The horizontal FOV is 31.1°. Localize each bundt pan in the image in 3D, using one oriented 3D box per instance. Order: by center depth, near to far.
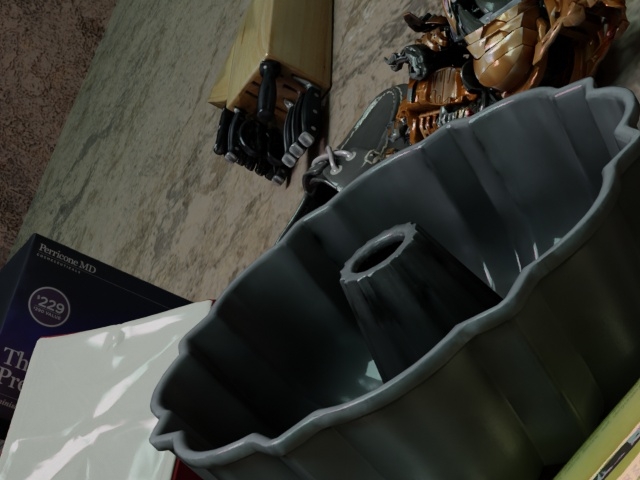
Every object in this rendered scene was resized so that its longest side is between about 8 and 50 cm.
[{"bbox_3d":[0.067,0.051,0.670,0.331,0.124,0.331,-34,16,12],"label":"bundt pan"}]

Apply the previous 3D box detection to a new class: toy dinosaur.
[{"bbox_3d":[0.151,-0.156,0.850,0.322,0.164,0.218,-24,57,33],"label":"toy dinosaur"}]

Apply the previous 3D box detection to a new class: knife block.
[{"bbox_3d":[-0.038,-0.203,1.344,0.276,0.088,0.242,-66,23,-4],"label":"knife block"}]

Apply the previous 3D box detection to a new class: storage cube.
[{"bbox_3d":[-0.113,0.185,0.875,0.183,0.193,0.215,-13,48,30],"label":"storage cube"}]

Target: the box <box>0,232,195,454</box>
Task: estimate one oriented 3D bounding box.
[{"bbox_3d":[-0.194,0.136,1.094,0.103,0.261,0.184,-38,34,47],"label":"box"}]

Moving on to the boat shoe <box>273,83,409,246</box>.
[{"bbox_3d":[0.000,0.000,1.024,0.335,0.095,0.112,-67,22,-6],"label":"boat shoe"}]

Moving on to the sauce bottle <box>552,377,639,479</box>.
[{"bbox_3d":[0.184,0.090,0.491,0.344,0.111,0.111,-55,24,23],"label":"sauce bottle"}]
